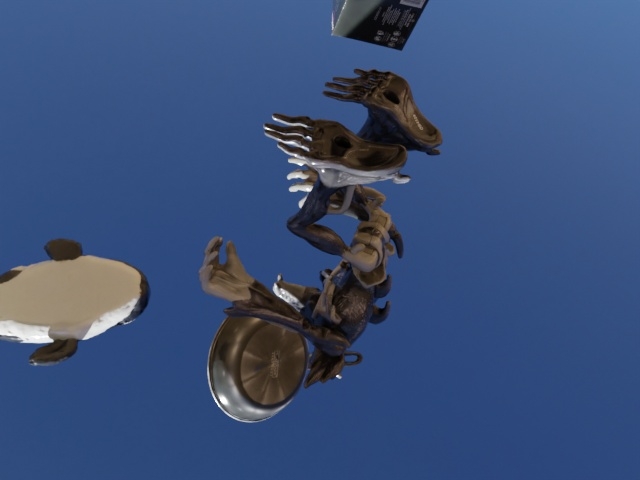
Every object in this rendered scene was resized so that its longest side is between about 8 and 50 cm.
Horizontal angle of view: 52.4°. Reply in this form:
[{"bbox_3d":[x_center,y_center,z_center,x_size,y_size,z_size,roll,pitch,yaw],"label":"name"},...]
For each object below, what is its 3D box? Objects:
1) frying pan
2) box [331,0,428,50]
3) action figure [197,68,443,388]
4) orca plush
[{"bbox_3d":[-0.047,0.222,1.071,0.326,0.053,0.197,37,-112,-36],"label":"frying pan"},{"bbox_3d":[0.040,-0.180,0.425,0.052,0.062,0.083,9,-118,-13],"label":"box"},{"bbox_3d":[0.000,0.000,0.514,0.140,0.276,0.164,26,-130,13],"label":"action figure"},{"bbox_3d":[-0.332,0.098,0.785,0.287,0.102,0.151,-25,-115,-1],"label":"orca plush"}]
